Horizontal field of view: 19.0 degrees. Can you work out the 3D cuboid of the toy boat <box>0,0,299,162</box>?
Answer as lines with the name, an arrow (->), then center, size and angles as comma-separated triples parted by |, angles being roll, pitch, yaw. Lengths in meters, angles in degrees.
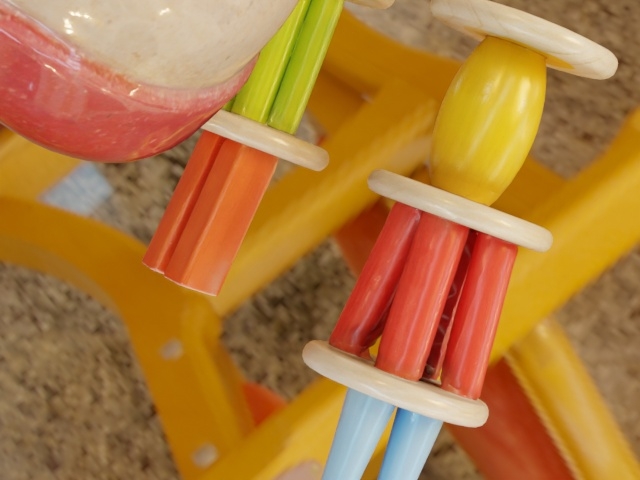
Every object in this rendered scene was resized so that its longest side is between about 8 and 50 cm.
toy boat -> -0.116, -0.093, 0.406 | 0.231, 0.151, 0.151 | 28, 132, -21

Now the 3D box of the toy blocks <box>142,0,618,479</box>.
toy blocks -> 0.000, 0.000, 0.524 | 0.054, 0.123, 0.148 | 18, 93, -64
